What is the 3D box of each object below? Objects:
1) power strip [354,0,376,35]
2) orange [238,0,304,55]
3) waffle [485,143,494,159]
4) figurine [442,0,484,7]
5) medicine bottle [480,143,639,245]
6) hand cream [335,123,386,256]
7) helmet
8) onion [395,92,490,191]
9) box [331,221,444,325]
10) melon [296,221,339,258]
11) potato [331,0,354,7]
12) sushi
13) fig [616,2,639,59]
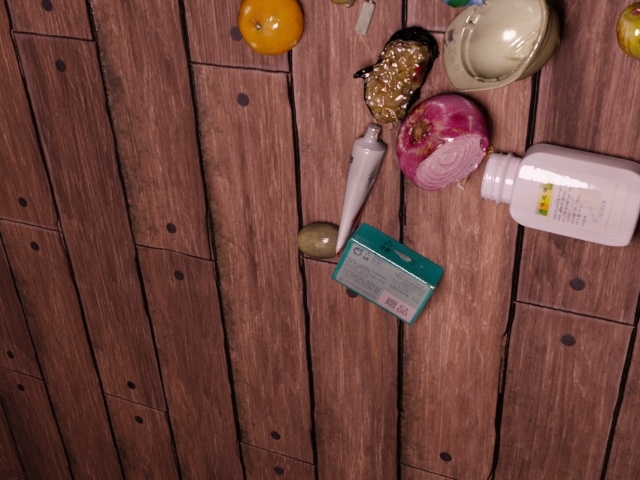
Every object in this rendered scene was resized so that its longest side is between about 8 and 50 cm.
[{"bbox_3d":[0.099,-0.489,1.668,0.027,0.017,0.083,28,129,8],"label":"power strip"},{"bbox_3d":[-0.114,-0.492,1.710,0.156,0.124,0.156,13,127,18],"label":"orange"},{"bbox_3d":[0.353,-0.218,1.708,0.078,0.016,0.085,-19,109,39],"label":"waffle"},{"bbox_3d":[0.277,-0.547,1.495,0.114,0.144,0.178,4,106,-18],"label":"figurine"},{"bbox_3d":[0.513,-0.106,1.628,0.324,0.124,0.179,13,123,18],"label":"medicine bottle"},{"bbox_3d":[0.095,-0.121,1.846,0.078,0.124,0.340,20,122,14],"label":"hand cream"},{"bbox_3d":[0.381,-0.392,1.511,0.257,0.137,0.204,-18,73,52],"label":"helmet"},{"bbox_3d":[0.258,-0.224,1.653,0.201,0.200,0.207,31,143,7],"label":"onion"},{"bbox_3d":[0.171,0.085,1.944,0.245,0.092,0.153,32,130,8],"label":"box"},{"bbox_3d":[0.000,0.000,1.976,0.131,0.098,0.098,1,120,30],"label":"melon"},{"bbox_3d":[0.055,-0.594,1.580,0.117,0.090,0.225,20,134,8],"label":"potato"},{"bbox_3d":[0.159,-0.363,1.655,0.147,0.115,0.212,35,130,4],"label":"sushi"},{"bbox_3d":[0.605,-0.361,1.441,0.093,0.093,0.166,2,121,26],"label":"fig"}]
